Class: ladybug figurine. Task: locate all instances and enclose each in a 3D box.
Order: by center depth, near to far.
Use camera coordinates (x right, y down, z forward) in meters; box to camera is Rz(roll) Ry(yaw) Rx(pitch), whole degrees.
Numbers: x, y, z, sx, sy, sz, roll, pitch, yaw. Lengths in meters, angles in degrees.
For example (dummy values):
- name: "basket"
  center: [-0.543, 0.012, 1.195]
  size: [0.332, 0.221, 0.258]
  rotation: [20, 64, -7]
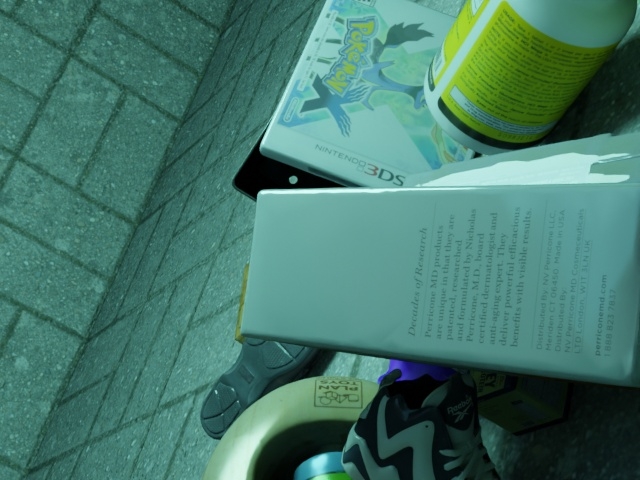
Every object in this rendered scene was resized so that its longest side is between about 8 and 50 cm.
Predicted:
- name: "ladybug figurine"
  center: [0.018, 0.329, 1.223]
  size: [0.449, 0.305, 0.161]
  rotation: [-87, -1, -53]

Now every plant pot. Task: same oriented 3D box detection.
- name: "plant pot"
  center: [-0.019, -0.126, 1.852]
  size: [0.188, 0.187, 0.167]
  rotation: [-57, 8, 5]

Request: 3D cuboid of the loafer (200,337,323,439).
- name: "loafer"
  center: [-0.074, 0.201, 1.838]
  size: [0.302, 0.095, 0.109]
  rotation: [-49, 56, 16]

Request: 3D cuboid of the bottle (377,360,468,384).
- name: "bottle"
  center: [0.147, 0.136, 1.408]
  size: [0.282, 0.092, 0.118]
  rotation: [-59, 22, 1]

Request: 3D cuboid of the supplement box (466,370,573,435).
- name: "supplement box"
  center: [0.212, 0.161, 1.234]
  size: [0.083, 0.083, 0.056]
  rotation: [-32, 32, 50]

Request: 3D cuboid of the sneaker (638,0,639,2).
- name: "sneaker"
  center: [0.497, -0.399, 1.298]
  size: [0.202, 0.185, 0.482]
  rotation: [-11, 51, 40]

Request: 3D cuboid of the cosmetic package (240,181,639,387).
- name: "cosmetic package"
  center: [0.160, 0.044, 1.082]
  size: [0.453, 0.230, 0.161]
  rotation: [2, 82, 47]

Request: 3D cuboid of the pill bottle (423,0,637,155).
- name: "pill bottle"
  center: [0.275, -0.270, 1.439]
  size: [0.334, 0.188, 0.187]
  rotation: [121, 167, -52]

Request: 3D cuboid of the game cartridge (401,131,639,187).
- name: "game cartridge"
  center: [0.215, 0.000, 1.297]
  size: [0.355, 0.068, 0.230]
  rotation: [-7, 49, 45]

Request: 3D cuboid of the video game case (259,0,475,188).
- name: "video game case"
  center: [0.107, -0.220, 1.736]
  size: [0.036, 0.300, 0.329]
  rotation: [99, -167, -68]

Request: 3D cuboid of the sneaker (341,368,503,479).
- name: "sneaker"
  center: [0.139, 0.209, 1.122]
  size: [0.094, 0.235, 0.153]
  rotation: [-21, -46, -47]

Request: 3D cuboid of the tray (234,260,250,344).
- name: "tray"
  center: [0.000, 0.000, 1.974]
  size: [0.411, 0.076, 0.202]
  rotation: [-45, 24, 31]
